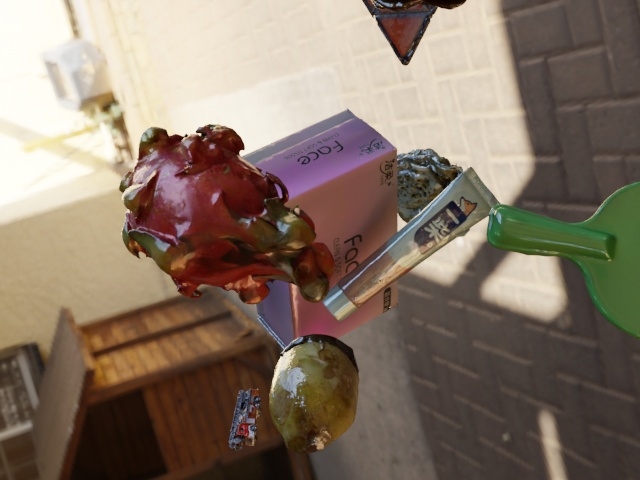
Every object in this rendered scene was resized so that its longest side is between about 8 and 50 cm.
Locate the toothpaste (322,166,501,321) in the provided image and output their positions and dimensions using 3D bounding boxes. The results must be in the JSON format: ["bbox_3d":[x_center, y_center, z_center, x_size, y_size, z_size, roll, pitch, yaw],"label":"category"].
[{"bbox_3d":[0.090,0.008,1.020,0.056,0.205,0.036,49,-171,-18],"label":"toothpaste"}]

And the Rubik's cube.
[{"bbox_3d":[0.145,-0.370,1.310,0.211,0.190,0.178,61,-158,-7],"label":"Rubik's cube"}]

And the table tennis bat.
[{"bbox_3d":[0.282,0.011,0.924,0.039,0.257,0.160,88,-166,-76],"label":"table tennis bat"}]

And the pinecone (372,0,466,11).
[{"bbox_3d":[0.114,-0.375,1.043,0.244,0.244,0.309,61,176,40],"label":"pinecone"}]

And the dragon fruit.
[{"bbox_3d":[-0.074,-0.011,0.827,0.208,0.150,0.133,32,114,21],"label":"dragon fruit"}]

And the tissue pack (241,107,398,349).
[{"bbox_3d":[0.000,0.000,1.083,0.092,0.148,0.246,46,153,38],"label":"tissue pack"}]

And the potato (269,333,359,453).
[{"bbox_3d":[-0.008,0.150,0.975,0.103,0.096,0.066,-100,-10,-59],"label":"potato"}]

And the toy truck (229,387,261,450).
[{"bbox_3d":[-0.085,0.206,1.140,0.083,0.032,0.024,-86,2,-50],"label":"toy truck"}]

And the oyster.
[{"bbox_3d":[0.147,-0.069,1.377,0.177,0.064,0.125,30,119,30],"label":"oyster"}]
